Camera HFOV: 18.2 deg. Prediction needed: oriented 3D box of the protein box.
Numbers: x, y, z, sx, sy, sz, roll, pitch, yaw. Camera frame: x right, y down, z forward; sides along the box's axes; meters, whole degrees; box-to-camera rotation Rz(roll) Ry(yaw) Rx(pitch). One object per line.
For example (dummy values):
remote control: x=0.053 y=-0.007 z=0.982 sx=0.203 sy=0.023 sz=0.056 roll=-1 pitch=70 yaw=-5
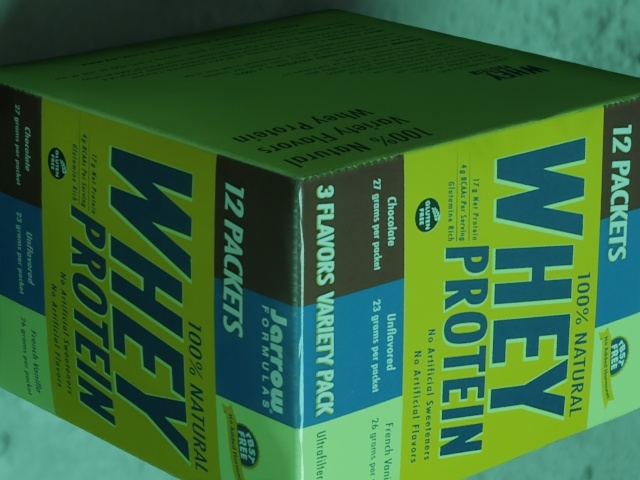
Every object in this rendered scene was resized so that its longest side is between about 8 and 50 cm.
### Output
protein box: x=0.000 y=0.000 z=0.801 sx=0.199 sy=0.201 sz=0.136 roll=-15 pitch=113 yaw=-39
